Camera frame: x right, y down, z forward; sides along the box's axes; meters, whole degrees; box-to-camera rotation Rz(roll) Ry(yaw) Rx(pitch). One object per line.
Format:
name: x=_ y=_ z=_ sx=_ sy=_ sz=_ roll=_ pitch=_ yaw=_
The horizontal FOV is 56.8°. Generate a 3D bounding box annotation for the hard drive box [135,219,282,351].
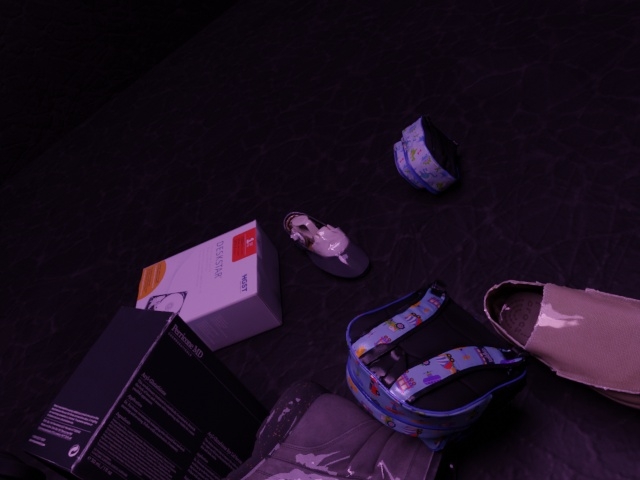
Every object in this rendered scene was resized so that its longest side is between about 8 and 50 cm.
hard drive box: x=-0.188 y=0.092 z=0.993 sx=0.232 sy=0.089 sz=0.181 roll=-23 pitch=39 yaw=11

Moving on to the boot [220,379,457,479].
boot: x=-0.013 y=0.316 z=0.613 sx=0.222 sy=0.118 sz=0.338 roll=16 pitch=63 yaw=37

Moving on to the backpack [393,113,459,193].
backpack: x=0.178 y=-0.133 z=0.984 sx=0.084 sy=0.105 sz=0.114 roll=-37 pitch=32 yaw=31

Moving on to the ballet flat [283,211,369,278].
ballet flat: x=0.000 y=0.000 z=0.981 sx=0.074 sy=0.074 sz=0.203 roll=-42 pitch=39 yaw=-13

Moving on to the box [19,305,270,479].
box: x=-0.174 y=0.229 z=0.690 sx=0.103 sy=0.261 sz=0.184 roll=3 pitch=49 yaw=37

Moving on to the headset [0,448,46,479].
headset: x=-0.388 y=0.296 z=0.580 sx=0.243 sy=0.185 sz=0.394 roll=-112 pitch=38 yaw=-63

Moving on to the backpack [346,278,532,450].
backpack: x=0.104 y=0.137 z=0.613 sx=0.173 sy=0.117 sz=0.158 roll=-13 pitch=44 yaw=-41

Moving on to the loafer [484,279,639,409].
loafer: x=0.264 y=0.099 z=0.609 sx=0.268 sy=0.092 sz=0.102 roll=5 pitch=74 yaw=67
